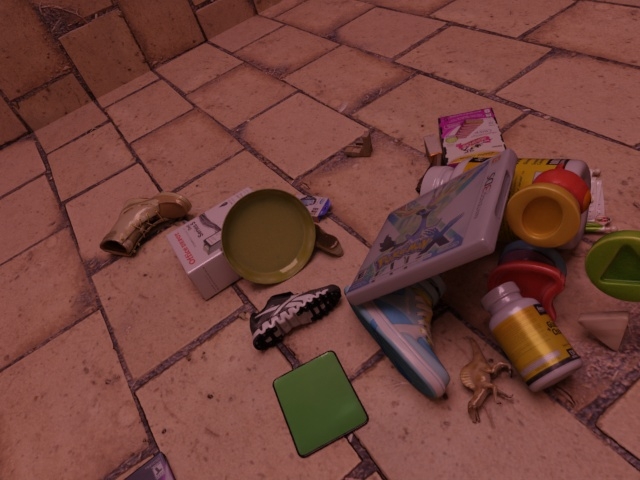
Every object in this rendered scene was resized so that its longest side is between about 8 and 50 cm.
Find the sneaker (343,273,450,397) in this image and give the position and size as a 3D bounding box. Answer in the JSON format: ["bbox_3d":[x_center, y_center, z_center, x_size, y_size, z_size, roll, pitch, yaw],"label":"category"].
[{"bbox_3d":[0.203,0.149,1.002,0.208,0.127,0.319,-31,44,-9],"label":"sneaker"}]

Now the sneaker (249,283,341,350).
[{"bbox_3d":[-0.067,0.152,1.139,0.234,0.078,0.106,-30,46,-7],"label":"sneaker"}]

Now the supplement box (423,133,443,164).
[{"bbox_3d":[0.324,-0.251,1.404,0.036,0.062,0.098,-14,44,9],"label":"supplement box"}]

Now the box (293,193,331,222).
[{"bbox_3d":[-0.035,-0.092,1.413,0.136,0.028,0.081,10,51,27],"label":"box"}]

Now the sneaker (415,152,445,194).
[{"bbox_3d":[0.287,-0.156,1.306,0.071,0.066,0.189,-2,54,25],"label":"sneaker"}]

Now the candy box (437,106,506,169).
[{"bbox_3d":[0.421,-0.270,1.379,0.159,0.071,0.234,-9,45,13],"label":"candy box"}]

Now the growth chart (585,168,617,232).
[{"bbox_3d":[0.593,-0.100,1.176,0.171,0.021,0.237,-2,45,22],"label":"growth chart"}]

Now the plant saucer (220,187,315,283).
[{"bbox_3d":[-0.132,-0.011,1.239,0.241,0.241,0.037,-32,16,-12],"label":"plant saucer"}]

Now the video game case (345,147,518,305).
[{"bbox_3d":[0.219,-0.025,0.977,0.329,0.036,0.300,-30,19,44],"label":"video game case"}]

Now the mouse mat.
[{"bbox_3d":[-0.005,0.322,0.995,0.152,0.007,0.190,-26,42,-5],"label":"mouse mat"}]

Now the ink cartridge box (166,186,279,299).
[{"bbox_3d":[-0.252,0.002,1.337,0.272,0.115,0.198,-33,44,-12],"label":"ink cartridge box"}]

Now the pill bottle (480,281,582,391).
[{"bbox_3d":[0.374,0.170,0.895,0.103,0.103,0.184,-25,60,-4],"label":"pill bottle"}]

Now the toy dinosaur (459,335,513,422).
[{"bbox_3d":[0.307,0.242,0.917,0.092,0.053,0.183,-4,45,20],"label":"toy dinosaur"}]

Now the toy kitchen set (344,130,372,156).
[{"bbox_3d":[0.120,-0.311,1.536,0.083,0.075,0.068,6,48,21],"label":"toy kitchen set"}]

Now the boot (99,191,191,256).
[{"bbox_3d":[-0.539,-0.048,1.517,0.261,0.095,0.204,-3,45,21],"label":"boot"}]

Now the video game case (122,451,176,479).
[{"bbox_3d":[-0.320,0.548,0.878,0.196,0.026,0.274,-35,44,-15],"label":"video game case"}]

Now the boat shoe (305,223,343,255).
[{"bbox_3d":[0.002,-0.001,1.300,0.153,0.048,0.056,25,69,46],"label":"boat shoe"}]

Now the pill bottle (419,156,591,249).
[{"bbox_3d":[0.405,-0.092,1.107,0.333,0.188,0.188,9,50,37],"label":"pill bottle"}]

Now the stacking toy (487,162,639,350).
[{"bbox_3d":[0.474,0.029,0.910,0.279,0.309,0.130,26,48,24],"label":"stacking toy"}]
